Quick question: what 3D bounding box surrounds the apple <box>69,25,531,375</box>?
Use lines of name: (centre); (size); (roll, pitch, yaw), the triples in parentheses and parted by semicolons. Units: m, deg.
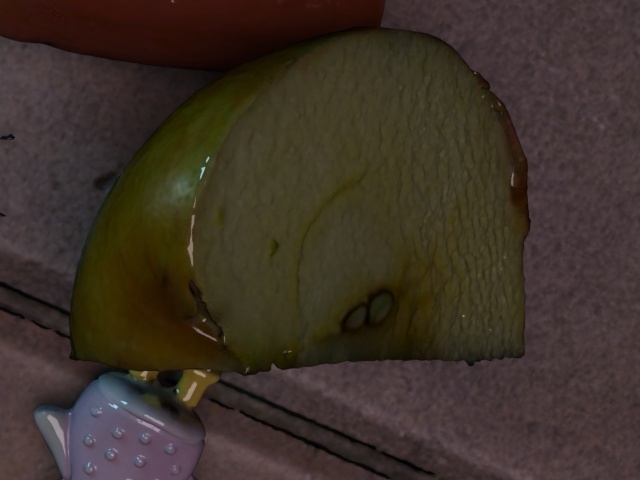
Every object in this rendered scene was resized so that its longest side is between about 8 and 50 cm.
apple: (0.000, 0.000, 1.002); (0.254, 0.179, 0.346); (-40, 155, 31)

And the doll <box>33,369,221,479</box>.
doll: (-0.137, 0.155, 1.080); (0.129, 0.081, 0.207); (31, 95, -11)

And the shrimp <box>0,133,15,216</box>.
shrimp: (-0.345, -0.056, 0.961); (0.343, 0.116, 0.145); (5, 125, -19)

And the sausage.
sausage: (-0.091, -0.160, 1.006); (0.259, 0.113, 0.114); (5, 101, -19)
